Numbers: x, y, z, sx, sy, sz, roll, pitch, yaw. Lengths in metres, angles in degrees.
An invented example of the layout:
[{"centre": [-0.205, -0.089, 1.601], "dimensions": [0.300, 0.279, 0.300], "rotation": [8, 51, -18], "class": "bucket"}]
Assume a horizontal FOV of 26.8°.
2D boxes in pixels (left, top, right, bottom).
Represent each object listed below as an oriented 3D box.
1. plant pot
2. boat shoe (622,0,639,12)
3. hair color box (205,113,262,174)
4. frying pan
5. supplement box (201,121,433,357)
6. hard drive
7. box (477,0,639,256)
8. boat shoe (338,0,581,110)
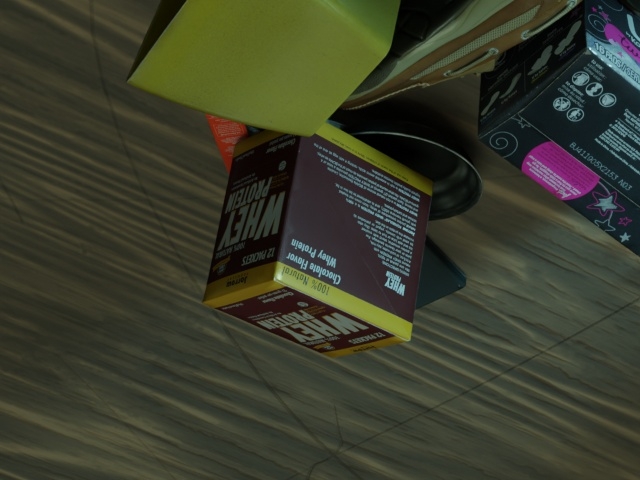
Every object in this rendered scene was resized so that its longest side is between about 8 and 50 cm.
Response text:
[{"centre": [-0.037, -0.230, 1.313], "dimensions": [0.187, 0.212, 0.212], "rotation": [31, 131, -17], "class": "plant pot"}, {"centre": [0.300, -0.270, 1.340], "dimensions": [0.049, 0.042, 0.133], "rotation": [-25, 127, 27], "class": "boat shoe"}, {"centre": [-0.089, -0.120, 1.533], "dimensions": [0.043, 0.072, 0.141], "rotation": [-7, 132, 15], "class": "hair color box"}, {"centre": [0.025, -0.095, 1.524], "dimensions": [0.326, 0.053, 0.197], "rotation": [14, 154, -3], "class": "frying pan"}, {"centre": [0.000, 0.000, 1.453], "dimensions": [0.191, 0.194, 0.129], "rotation": [26, 152, -33], "class": "supplement box"}, {"centre": [0.105, 0.030, 1.681], "dimensions": [0.094, 0.022, 0.135], "rotation": [-27, 124, 31], "class": "hard drive"}, {"centre": [0.307, -0.130, 1.406], "dimensions": [0.247, 0.142, 0.163], "rotation": [33, 130, -22], "class": "box"}, {"centre": [0.138, -0.212, 1.370], "dimensions": [0.120, 0.123, 0.324], "rotation": [30, 140, -34], "class": "boat shoe"}]
